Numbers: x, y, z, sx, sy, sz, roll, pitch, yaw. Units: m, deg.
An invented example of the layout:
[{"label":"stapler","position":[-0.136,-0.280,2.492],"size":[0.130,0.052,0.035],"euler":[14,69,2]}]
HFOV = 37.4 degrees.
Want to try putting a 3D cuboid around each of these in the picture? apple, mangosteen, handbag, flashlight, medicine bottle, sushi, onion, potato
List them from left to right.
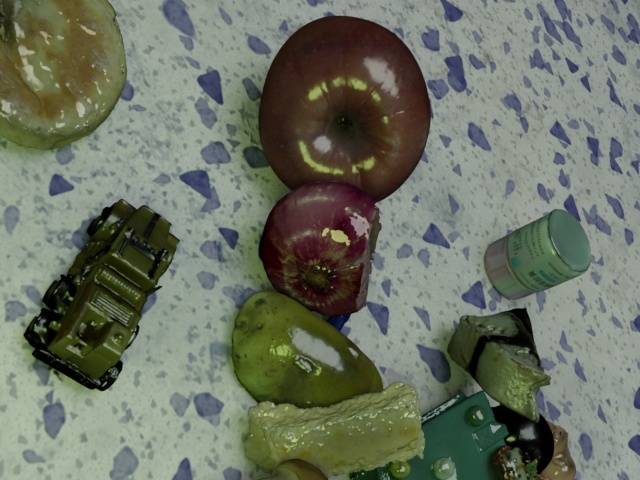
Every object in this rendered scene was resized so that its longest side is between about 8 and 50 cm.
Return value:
[{"label":"onion","position":[-0.003,0.009,1.438],"size":[0.201,0.207,0.200],"euler":[1,63,-2]},{"label":"potato","position":[-0.002,0.188,1.389],"size":[0.272,0.111,0.160],"euler":[42,58,-22]},{"label":"flashlight","position":[0.017,0.137,1.506],"size":[0.035,0.057,0.121],"euler":[23,53,13]},{"label":"apple","position":[0.037,-0.208,1.535],"size":[0.305,0.306,0.235],"euler":[47,15,-12]},{"label":"handbag","position":[0.208,0.395,1.454],"size":[0.274,0.100,0.268],"euler":[-20,82,-31]},{"label":"sushi","position":[0.289,0.206,1.583],"size":[0.109,0.134,0.273],"euler":[25,25,-13]},{"label":"mangosteen","position":[0.331,0.336,1.628],"size":[0.137,0.137,0.151],"euler":[42,13,-17]},{"label":"medicine bottle","position":[0.418,0.031,1.821],"size":[0.135,0.168,0.135],"euler":[19,58,-34]}]

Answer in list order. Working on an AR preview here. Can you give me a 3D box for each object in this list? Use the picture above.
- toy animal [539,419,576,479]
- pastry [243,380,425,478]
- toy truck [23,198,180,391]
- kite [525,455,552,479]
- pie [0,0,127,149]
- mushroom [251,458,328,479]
[{"label":"toy animal","position":[0.410,0.387,1.700],"size":[0.083,0.089,0.150],"euler":[6,59,-64]},{"label":"pastry","position":[0.023,0.269,1.321],"size":[0.259,0.089,0.121],"euler":[-6,99,-12]},{"label":"toy truck","position":[-0.268,0.058,1.231],"size":[0.127,0.127,0.257],"euler":[37,45,-20]},{"label":"kite","position":[0.362,0.453,1.573],"size":[0.244,0.198,0.006],"euler":[13,10,-1]},{"label":"pie","position":[-0.406,-0.278,1.321],"size":[0.337,0.075,0.337],"euler":[26,49,-34]},{"label":"mushroom","position":[-0.136,0.373,1.158],"size":[0.350,0.128,0.128],"euler":[-20,82,-30]}]
